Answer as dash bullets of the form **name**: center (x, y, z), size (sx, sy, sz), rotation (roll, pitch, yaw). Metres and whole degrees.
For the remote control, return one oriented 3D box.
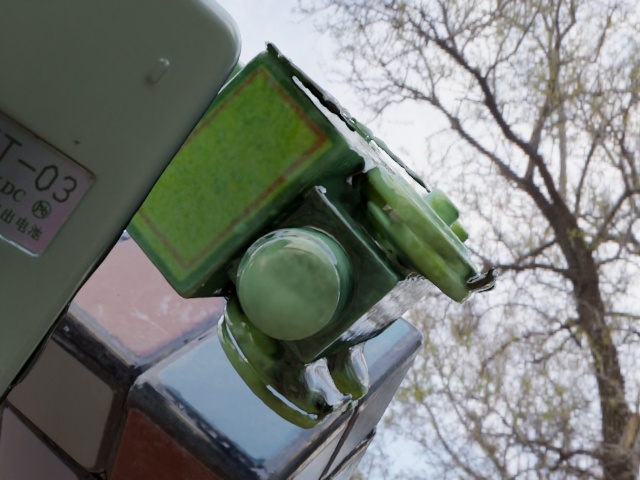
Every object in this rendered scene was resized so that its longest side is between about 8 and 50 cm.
- **remote control**: center (-0.162, -0.008, 0.349), size (0.140, 0.296, 0.056), rotation (36, -5, -27)

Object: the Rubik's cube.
- **Rubik's cube**: center (-0.126, 0.180, 0.901), size (0.316, 0.318, 0.313), rotation (36, -53, 17)

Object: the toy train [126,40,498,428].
- **toy train**: center (0.000, 0.000, 0.531), size (0.159, 0.272, 0.188), rotation (-42, -101, 9)
